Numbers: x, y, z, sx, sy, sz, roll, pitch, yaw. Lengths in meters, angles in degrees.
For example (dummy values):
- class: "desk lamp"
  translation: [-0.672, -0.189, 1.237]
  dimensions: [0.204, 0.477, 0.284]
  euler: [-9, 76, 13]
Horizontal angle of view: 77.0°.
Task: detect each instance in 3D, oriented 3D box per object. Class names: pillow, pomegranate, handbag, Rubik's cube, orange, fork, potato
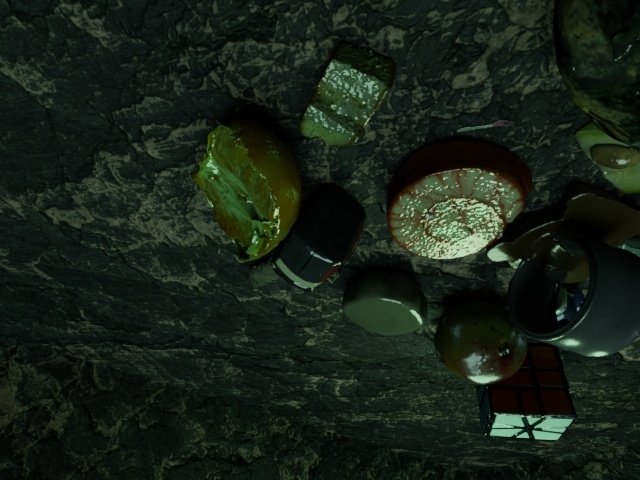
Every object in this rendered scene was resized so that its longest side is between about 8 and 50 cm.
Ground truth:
- class: "pillow"
  translation: [-0.166, 0.095, 1.310]
  dimensions: [0.241, 0.051, 0.093]
  euler: [-26, 129, 36]
- class: "pomegranate"
  translation: [0.521, 0.313, 1.344]
  dimensions: [0.291, 0.323, 0.290]
  euler: [1, 107, 2]
- class: "handbag"
  translation: [0.000, 0.000, 1.023]
  dimensions: [0.181, 0.254, 0.181]
  euler: [34, 136, -6]
- class: "Rubik's cube"
  translation: [0.767, 0.586, 1.556]
  dimensions: [0.294, 0.283, 0.288]
  euler: [1, 140, 13]
- class: "orange"
  translation: [-0.155, -0.110, 0.923]
  dimensions: [0.196, 0.262, 0.334]
  euler: [-6, 141, -36]
- class: "fork"
  translation: [0.353, -0.245, 0.866]
  dimensions: [0.115, 0.012, 0.016]
  euler: [-3, 135, 20]
- class: "potato"
  translation: [0.601, -0.171, 0.827]
  dimensions: [0.093, 0.036, 0.037]
  euler: [22, 171, 44]

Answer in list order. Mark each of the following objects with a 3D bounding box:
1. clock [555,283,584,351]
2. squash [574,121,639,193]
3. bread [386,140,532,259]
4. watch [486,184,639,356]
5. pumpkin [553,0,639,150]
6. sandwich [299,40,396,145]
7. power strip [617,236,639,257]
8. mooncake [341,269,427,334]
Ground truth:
- class: "clock"
  translation: [0.770, 0.253, 1.282]
  dimensions: [0.243, 0.146, 0.200]
  euler: [37, 127, -20]
- class: "squash"
  translation: [0.698, -0.223, 0.833]
  dimensions: [0.237, 0.154, 0.204]
  euler: [30, 172, -26]
- class: "bread"
  translation: [0.311, -0.088, 0.974]
  dimensions: [0.295, 0.114, 0.327]
  euler: [15, 140, -9]
- class: "watch"
  translation: [0.619, 0.091, 0.971]
  dimensions: [0.314, 0.326, 0.335]
  euler: [17, 138, -11]
- class: "pumpkin"
  translation: [0.529, -0.311, 0.482]
  dimensions: [0.455, 0.344, 0.454]
  euler: [8, 120, 13]
- class: "sandwich"
  translation: [0.038, -0.263, 0.808]
  dimensions: [0.122, 0.128, 0.235]
  euler: [26, 136, -9]
- class: "power strip"
  translation: [0.912, -0.002, 1.028]
  dimensions: [0.254, 0.054, 0.167]
  euler: [-20, 135, 29]
- class: "mooncake"
  translation: [0.210, 0.204, 1.318]
  dimensions: [0.275, 0.135, 0.274]
  euler: [7, 141, 6]
